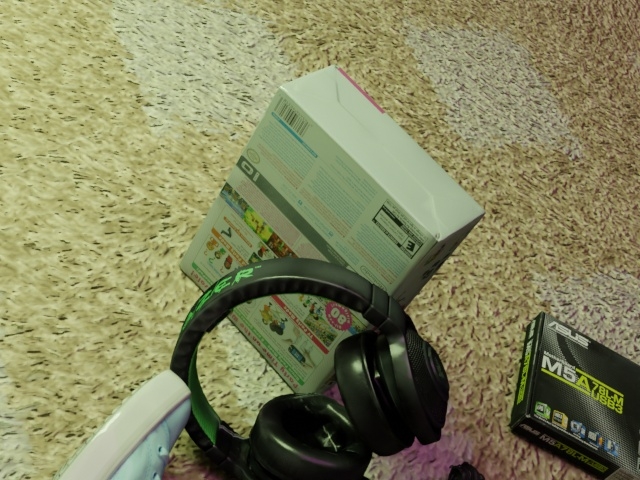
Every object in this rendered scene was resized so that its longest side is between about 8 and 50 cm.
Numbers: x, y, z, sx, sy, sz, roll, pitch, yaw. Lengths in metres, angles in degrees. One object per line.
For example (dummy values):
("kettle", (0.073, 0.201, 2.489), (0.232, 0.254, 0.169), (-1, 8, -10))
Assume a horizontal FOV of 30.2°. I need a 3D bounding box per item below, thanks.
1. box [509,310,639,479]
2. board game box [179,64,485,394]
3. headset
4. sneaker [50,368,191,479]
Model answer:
("box", (0.337, 0.203, 1.488), (0.191, 0.045, 0.184), (30, 45, -7))
("board game box", (0.000, 0.000, 1.264), (0.224, 0.303, 0.097), (47, 43, 12))
("headset", (0.032, 0.173, 1.208), (0.394, 0.243, 0.185), (43, 21, -13))
("sneaker", (-0.194, 0.277, 1.036), (0.150, 0.135, 0.366), (40, 51, -6))
